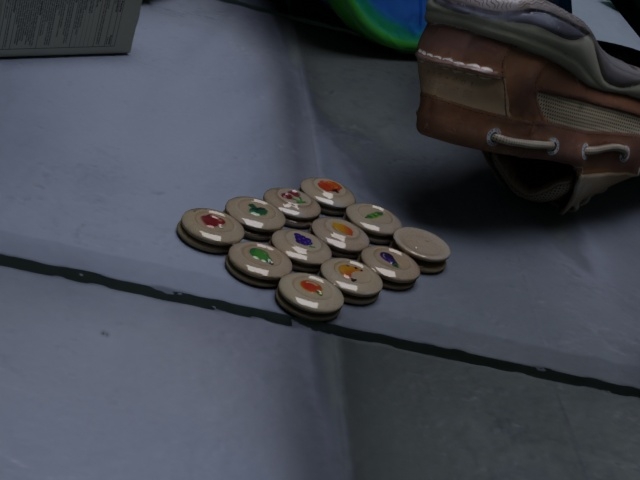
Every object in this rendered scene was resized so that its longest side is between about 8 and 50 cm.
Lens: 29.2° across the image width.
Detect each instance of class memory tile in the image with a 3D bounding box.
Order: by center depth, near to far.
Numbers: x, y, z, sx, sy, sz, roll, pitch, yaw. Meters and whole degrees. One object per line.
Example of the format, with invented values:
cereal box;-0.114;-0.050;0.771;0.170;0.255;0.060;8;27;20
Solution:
memory tile;0.000;0.000;0.715;0.113;0.012;0.148;33;30;26

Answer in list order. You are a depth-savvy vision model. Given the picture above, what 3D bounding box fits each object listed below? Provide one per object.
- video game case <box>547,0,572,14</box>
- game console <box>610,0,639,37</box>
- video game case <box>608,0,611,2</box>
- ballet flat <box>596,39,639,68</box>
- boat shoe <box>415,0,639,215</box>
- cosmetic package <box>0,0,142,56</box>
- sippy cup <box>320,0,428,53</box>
video game case;0.197;-0.259;1.155;0.015;0.119;0.166;-9;12;-9
game console;0.317;-0.199;1.044;0.386;0.060;0.342;49;26;-7
video game case;0.486;-0.256;1.463;0.210;0.042;0.232;-6;35;-41
ballet flat;0.220;-0.156;1.109;0.250;0.058;0.084;1;10;-41
boat shoe;0.164;-0.081;0.864;0.123;0.116;0.324;22;4;43
cosmetic package;-0.183;-0.163;0.854;0.115;0.060;0.041;-9;38;-45
sippy cup;0.035;-0.310;1.108;0.240;0.305;0.224;-33;39;-23
